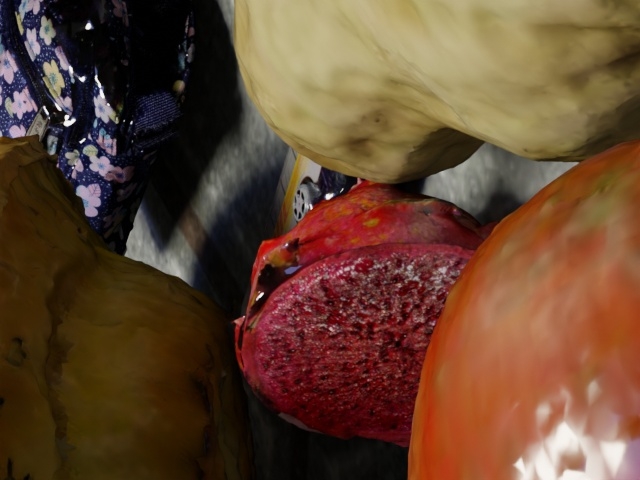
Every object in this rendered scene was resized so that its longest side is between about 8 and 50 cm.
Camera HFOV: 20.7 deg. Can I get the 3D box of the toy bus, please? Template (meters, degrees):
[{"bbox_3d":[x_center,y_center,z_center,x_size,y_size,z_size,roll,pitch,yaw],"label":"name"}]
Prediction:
[{"bbox_3d":[0.000,0.000,0.965,0.072,0.057,0.172,-115,34,-48],"label":"toy bus"}]

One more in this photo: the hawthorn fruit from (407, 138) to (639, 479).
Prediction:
[{"bbox_3d":[0.150,0.074,0.499,0.275,0.275,0.300,-16,88,60],"label":"hawthorn fruit"}]

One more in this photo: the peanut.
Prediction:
[{"bbox_3d":[0.076,-0.118,0.706,0.192,0.169,0.387,51,157,-9],"label":"peanut"}]

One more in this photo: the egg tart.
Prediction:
[{"bbox_3d":[-0.124,0.159,0.968,0.443,0.178,0.443,-1,-90,-87],"label":"egg tart"}]

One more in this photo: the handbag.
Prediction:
[{"bbox_3d":[-0.158,-0.110,1.162,0.208,0.126,0.229,119,145,-46],"label":"handbag"}]

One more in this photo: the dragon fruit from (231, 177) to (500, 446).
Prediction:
[{"bbox_3d":[0.026,0.014,0.853,0.111,0.153,0.153,-99,24,-46],"label":"dragon fruit"}]
